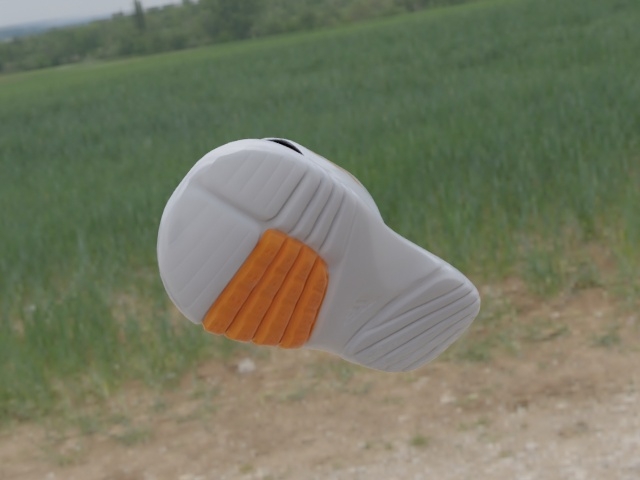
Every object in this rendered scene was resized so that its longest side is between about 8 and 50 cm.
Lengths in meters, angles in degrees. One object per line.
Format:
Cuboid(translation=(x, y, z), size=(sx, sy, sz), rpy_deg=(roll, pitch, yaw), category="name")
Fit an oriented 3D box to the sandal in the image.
Cuboid(translation=(-0.007, 0.008, 0.687), size=(0.265, 0.102, 0.076), rpy_deg=(31, 16, -52), category="sandal")
